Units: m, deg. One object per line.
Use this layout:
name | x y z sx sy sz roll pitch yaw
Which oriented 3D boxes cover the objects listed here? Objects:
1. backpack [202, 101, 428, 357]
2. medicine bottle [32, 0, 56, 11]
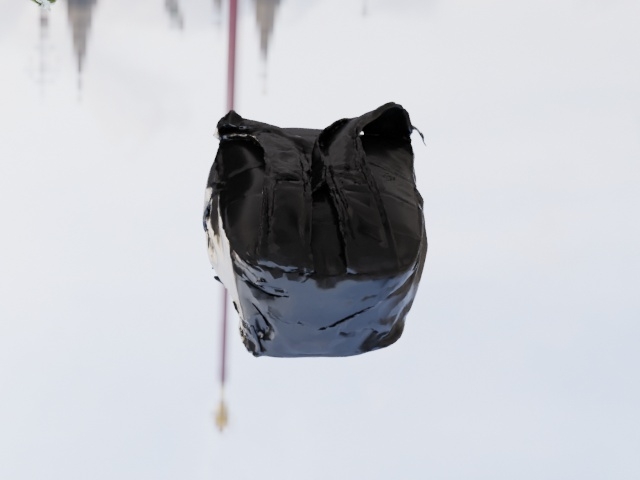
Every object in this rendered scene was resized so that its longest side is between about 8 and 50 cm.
backpack | -0.004 0.001 0.943 0.120 0.106 0.165 1 -148 2
medicine bottle | -0.222 -0.252 1.191 0.137 0.141 0.250 27 -177 -1
